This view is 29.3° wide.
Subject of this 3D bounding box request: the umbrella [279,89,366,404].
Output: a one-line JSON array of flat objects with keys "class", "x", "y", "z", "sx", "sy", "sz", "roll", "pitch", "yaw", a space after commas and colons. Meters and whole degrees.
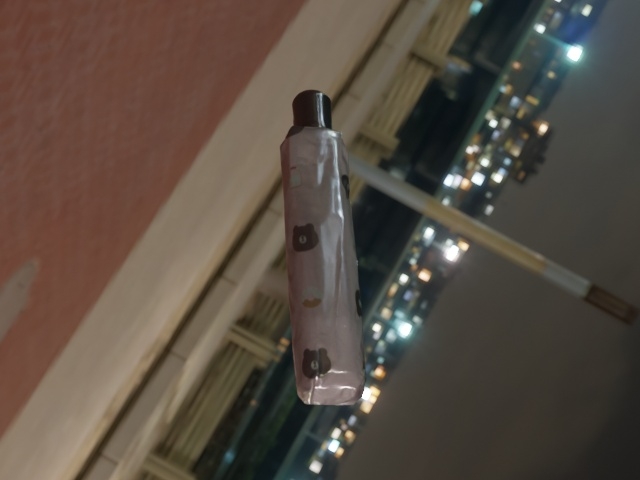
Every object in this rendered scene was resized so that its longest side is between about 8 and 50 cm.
[{"class": "umbrella", "x": 0.000, "y": 0.000, "z": 1.219, "sx": 0.067, "sy": 0.073, "sz": 0.337, "roll": 132, "pitch": -41, "yaw": -56}]
